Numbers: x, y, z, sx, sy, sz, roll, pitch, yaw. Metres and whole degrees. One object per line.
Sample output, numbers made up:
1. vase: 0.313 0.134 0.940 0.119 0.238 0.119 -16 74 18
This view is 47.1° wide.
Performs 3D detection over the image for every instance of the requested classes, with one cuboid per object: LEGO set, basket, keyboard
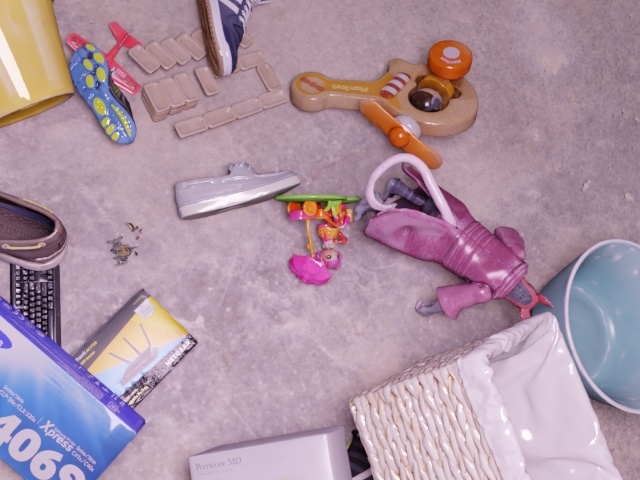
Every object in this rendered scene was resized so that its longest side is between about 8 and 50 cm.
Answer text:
1. LEGO set: -0.336 0.010 1.263 0.054 0.023 0.083 42 57 -5
2. basket: 0.262 0.320 1.156 0.328 0.266 0.331 -11 79 -54
3. keyboard: -0.480 0.123 1.194 0.108 0.023 0.180 -2 77 -15

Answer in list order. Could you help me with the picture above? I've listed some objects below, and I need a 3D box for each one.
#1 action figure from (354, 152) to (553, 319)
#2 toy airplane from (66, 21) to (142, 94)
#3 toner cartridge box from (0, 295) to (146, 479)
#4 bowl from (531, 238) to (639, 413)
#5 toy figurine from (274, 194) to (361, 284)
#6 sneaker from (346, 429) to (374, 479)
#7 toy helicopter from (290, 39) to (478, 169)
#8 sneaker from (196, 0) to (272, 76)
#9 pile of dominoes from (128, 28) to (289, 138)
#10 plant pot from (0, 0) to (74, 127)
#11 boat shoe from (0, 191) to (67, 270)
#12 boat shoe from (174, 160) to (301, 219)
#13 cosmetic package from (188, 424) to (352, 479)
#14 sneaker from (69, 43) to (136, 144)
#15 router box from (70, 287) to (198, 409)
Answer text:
1. action figure: 0.261 -0.001 1.297 0.370 0.276 0.248 37 69 14
2. toy airplane: -0.379 -0.335 1.324 0.151 0.028 0.151 1 88 -27
3. toner cartridge box: -0.455 0.234 1.121 0.348 0.075 0.165 41 89 -3
4. bowl: 0.516 0.166 1.361 0.311 0.163 0.312 7 73 -25
5. toy figurine: 0.000 0.000 1.324 0.173 0.130 0.159 -1 91 -40
6. sneaker: 0.065 0.380 1.264 0.234 0.084 0.097 -20 59 -20
7. toy helicopter: 0.118 -0.255 1.380 0.355 0.140 0.235 5 56 2
8. sneaker: -0.145 -0.431 1.361 0.153 0.099 0.282 -6 67 -17
9. pile of dominoes: -0.211 -0.299 1.370 0.251 0.040 0.196 -24 81 -27
10. plant pot: -0.524 -0.318 1.184 0.254 0.254 0.239 -28 102 -19
11. boat shoe: -0.565 -0.042 1.160 0.324 0.097 0.117 18 60 -9
12. boat shoe: -0.148 -0.101 1.306 0.227 0.079 0.081 -16 86 -15
13. cosmetic package: -0.063 0.419 1.131 0.224 0.138 0.225 -13 78 11
14. sneaker: -0.377 -0.251 1.280 0.067 0.078 0.188 -27 93 -6
15. router box: -0.312 0.189 1.210 0.133 0.046 0.179 44 71 -2
